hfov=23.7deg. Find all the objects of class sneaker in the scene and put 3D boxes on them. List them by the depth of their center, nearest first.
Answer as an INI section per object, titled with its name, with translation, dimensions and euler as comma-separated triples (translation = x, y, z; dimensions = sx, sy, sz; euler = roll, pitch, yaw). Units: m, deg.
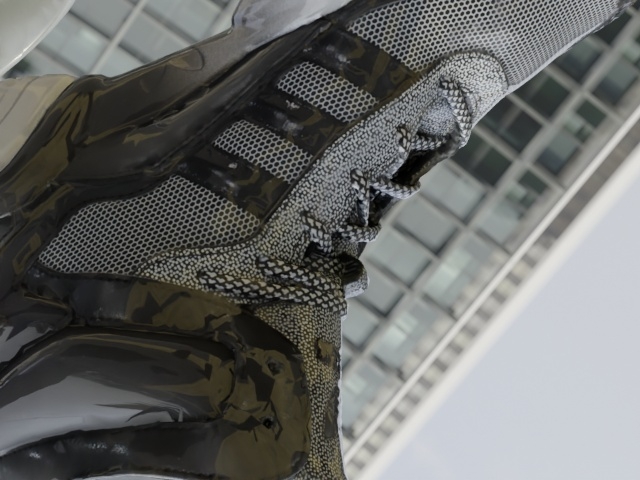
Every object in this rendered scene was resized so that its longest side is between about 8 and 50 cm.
[sneaker]
translation = 0.000, 0.000, 0.442
dimensions = 0.153, 0.269, 0.101
euler = 64, 179, 25

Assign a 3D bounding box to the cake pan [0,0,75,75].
[cake pan]
translation = -0.307, -0.136, 1.112
dimensions = 0.054, 0.293, 0.293
euler = 55, -160, 0
